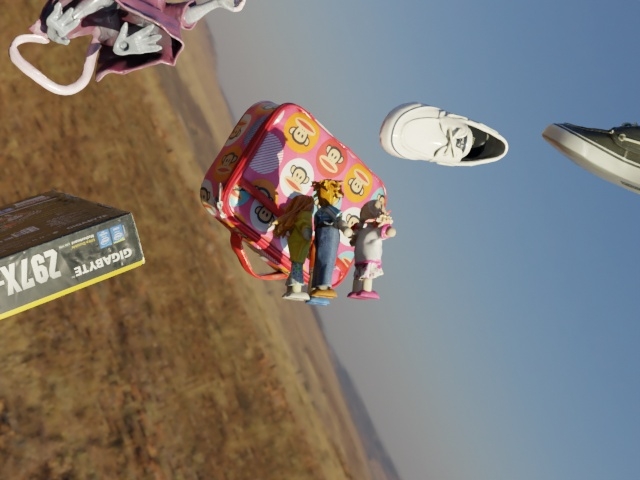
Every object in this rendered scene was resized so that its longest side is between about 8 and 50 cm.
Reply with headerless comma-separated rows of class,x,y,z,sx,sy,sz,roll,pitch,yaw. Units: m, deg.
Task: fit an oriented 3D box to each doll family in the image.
doll family,0.000,0.000,1.377,0.263,0.118,0.163,166,-68,-65

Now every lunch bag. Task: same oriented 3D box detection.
lunch bag,-0.051,-0.058,1.596,0.293,0.258,0.120,40,-14,-34

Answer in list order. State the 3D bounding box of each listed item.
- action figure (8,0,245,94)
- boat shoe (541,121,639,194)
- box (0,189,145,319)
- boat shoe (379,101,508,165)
action figure,-0.309,-0.384,1.647,0.248,0.276,0.370,43,25,-19
boat shoe,0.375,-0.102,1.177,0.219,0.070,0.078,29,0,26
box,-0.426,0.028,1.244,0.257,0.322,0.079,12,-62,51
boat shoe,0.212,-0.167,1.630,0.088,0.267,0.096,23,-79,43
